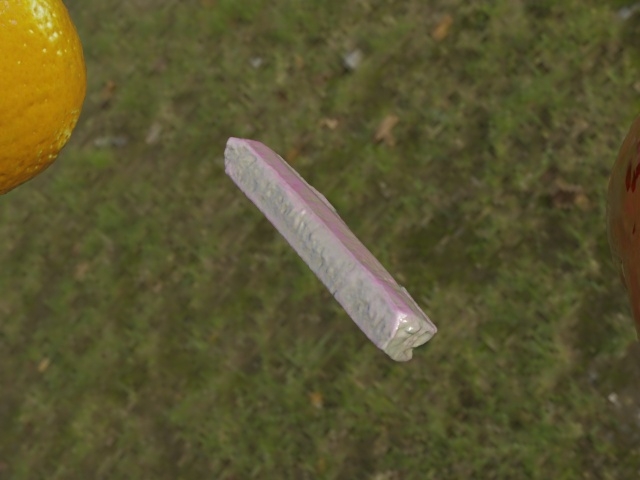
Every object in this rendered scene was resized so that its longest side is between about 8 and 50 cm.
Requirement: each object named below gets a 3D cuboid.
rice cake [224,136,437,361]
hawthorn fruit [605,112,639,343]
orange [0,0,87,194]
[{"bbox_3d":[0.000,0.000,0.942,0.036,0.047,0.206,-46,51,6],"label":"rice cake"},{"bbox_3d":[0.284,-0.002,0.790,0.275,0.275,0.300,-51,5,-5],"label":"hawthorn fruit"},{"bbox_3d":[-0.400,-0.146,1.406,0.335,0.262,0.196,-2,18,19],"label":"orange"}]
